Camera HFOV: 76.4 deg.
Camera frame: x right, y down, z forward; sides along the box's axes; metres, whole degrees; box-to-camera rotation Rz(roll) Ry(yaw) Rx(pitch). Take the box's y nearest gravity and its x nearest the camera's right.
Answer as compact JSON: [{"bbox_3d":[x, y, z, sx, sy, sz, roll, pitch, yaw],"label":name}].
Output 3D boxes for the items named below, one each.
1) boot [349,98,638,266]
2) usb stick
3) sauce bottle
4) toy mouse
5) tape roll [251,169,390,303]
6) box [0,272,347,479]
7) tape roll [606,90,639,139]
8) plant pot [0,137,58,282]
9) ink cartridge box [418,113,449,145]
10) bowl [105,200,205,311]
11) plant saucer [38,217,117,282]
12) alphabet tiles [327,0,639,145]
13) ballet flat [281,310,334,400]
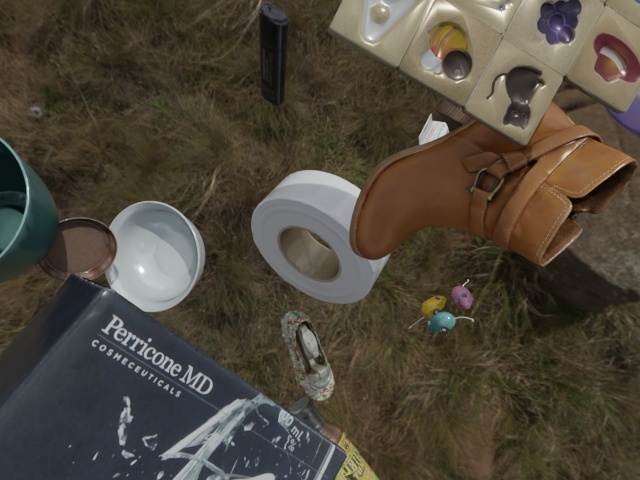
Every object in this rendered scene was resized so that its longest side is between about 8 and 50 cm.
[{"bbox_3d":[0.173,-0.036,0.477,0.283,0.220,0.109,-48,139,13],"label":"boot"},{"bbox_3d":[-0.117,-0.446,1.004,0.077,0.278,0.045,36,68,8],"label":"usb stick"},{"bbox_3d":[0.040,0.581,1.099,0.111,0.111,0.344,-38,96,-10],"label":"sauce bottle"},{"bbox_3d":[0.258,0.135,0.819,0.161,0.143,0.031,-41,102,-6],"label":"toy mouse"},{"bbox_3d":[0.000,0.000,0.839,0.286,0.286,0.100,43,53,-6],"label":"tape roll"},{"bbox_3d":[-0.295,0.379,0.577,0.480,0.297,0.472,46,62,-28],"label":"box"},{"bbox_3d":[0.432,-0.196,0.452,0.080,0.189,0.189,12,85,-35],"label":"tape roll"},{"bbox_3d":[-0.653,-0.042,0.766,0.293,0.235,0.293,2,79,-11],"label":"plant pot"},{"bbox_3d":[0.402,-0.329,1.410,0.067,0.198,0.115,19,73,30],"label":"ink cartridge box"},{"bbox_3d":[-0.435,0.043,1.130,0.297,0.134,0.298,0,89,15],"label":"bowl"},{"bbox_3d":[-0.575,0.020,0.964,0.168,0.029,0.168,-20,124,-32],"label":"plant saucer"},{"bbox_3d":[0.157,-0.260,0.280,0.285,0.011,0.343,26,96,-9],"label":"alphabet tiles"},{"bbox_3d":[-0.023,0.273,0.935,0.091,0.077,0.241,-30,102,-29],"label":"ballet flat"}]
